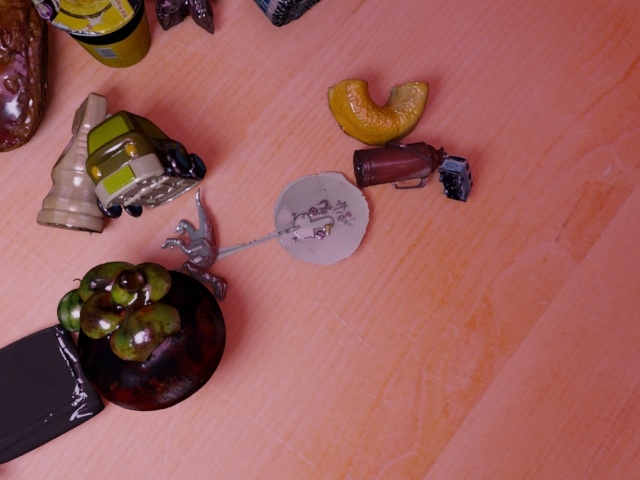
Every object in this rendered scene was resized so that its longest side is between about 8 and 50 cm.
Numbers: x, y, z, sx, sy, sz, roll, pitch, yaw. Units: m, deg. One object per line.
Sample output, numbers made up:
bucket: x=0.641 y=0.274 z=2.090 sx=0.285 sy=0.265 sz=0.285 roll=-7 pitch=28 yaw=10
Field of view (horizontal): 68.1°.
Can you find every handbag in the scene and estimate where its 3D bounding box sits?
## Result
handbag: x=-0.615 y=0.323 z=1.013 sx=0.246 sy=0.080 sz=0.223 roll=-27 pitch=83 yaw=-7

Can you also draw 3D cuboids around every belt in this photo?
belt: x=-0.050 y=-0.655 z=1.105 sx=0.295 sy=0.207 sz=0.160 roll=-44 pitch=95 yaw=-11

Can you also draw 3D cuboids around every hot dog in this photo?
hot dog: x=-0.715 y=-0.379 z=0.997 sx=0.266 sy=0.174 sz=0.388 roll=1 pitch=85 yaw=-11

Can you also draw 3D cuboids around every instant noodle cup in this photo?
instant noodle cup: x=-0.463 y=-0.485 z=1.012 sx=0.215 sy=0.236 sz=0.216 roll=1 pitch=85 yaw=-8

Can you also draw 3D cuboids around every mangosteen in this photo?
mangosteen: x=-0.338 y=0.186 z=0.951 sx=0.311 sy=0.311 sz=0.311 roll=1 pitch=86 yaw=-9

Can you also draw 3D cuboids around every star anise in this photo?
star anise: x=-0.338 y=-0.600 z=1.112 sx=0.220 sy=0.099 sz=0.214 roll=14 pitch=74 yaw=-7

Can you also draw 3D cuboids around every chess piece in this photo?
chess piece: x=-0.521 y=-0.168 z=1.034 sx=0.137 sy=0.137 sz=0.301 roll=9 pitch=85 yaw=-8

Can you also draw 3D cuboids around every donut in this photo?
donut: x=0.155 y=-0.315 z=1.173 sx=0.258 sy=0.101 sz=0.152 roll=-4 pitch=92 yaw=-13

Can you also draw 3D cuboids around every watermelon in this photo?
watermelon: x=-0.517 y=0.147 z=1.030 sx=0.108 sy=0.109 sz=0.109 roll=1 pitch=86 yaw=-9

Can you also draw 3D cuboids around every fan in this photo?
fan: x=-0.077 y=-0.023 z=1.135 sx=0.414 sy=0.012 sz=0.233 roll=-22 pitch=78 yaw=-7

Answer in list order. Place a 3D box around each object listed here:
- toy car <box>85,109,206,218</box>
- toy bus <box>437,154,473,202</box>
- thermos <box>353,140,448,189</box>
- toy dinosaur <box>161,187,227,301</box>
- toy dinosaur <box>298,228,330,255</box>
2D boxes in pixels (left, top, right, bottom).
toy car: x=-0.382 y=-0.176 z=0.998 sx=0.204 sy=0.248 sz=0.198 roll=-29 pitch=88 yaw=10
toy bus: x=0.338 y=-0.158 z=1.170 sx=0.060 sy=0.123 sz=0.075 roll=19 pitch=71 yaw=35
thermos: x=0.203 y=-0.186 z=1.164 sx=0.232 sy=0.099 sz=0.124 roll=-8 pitch=101 yaw=-9
toy dinosaur: x=-0.273 y=0.005 z=1.096 sx=0.167 sy=0.053 sz=0.242 roll=15 pitch=79 yaw=-8
toy dinosaur: x=0.001 y=0.000 z=1.159 sx=0.119 sy=0.029 sz=0.060 roll=34 pitch=66 yaw=1
